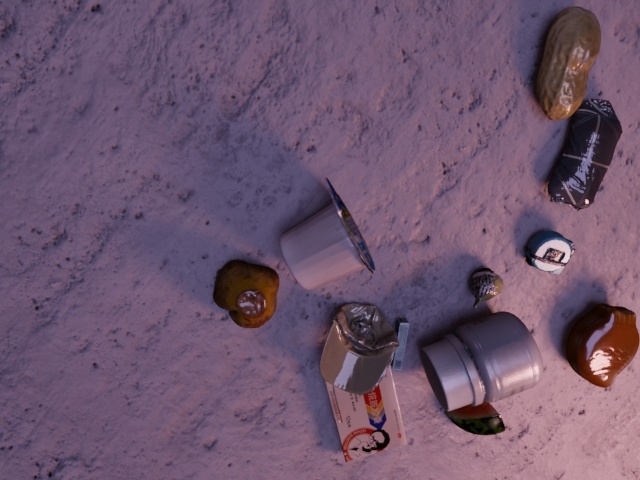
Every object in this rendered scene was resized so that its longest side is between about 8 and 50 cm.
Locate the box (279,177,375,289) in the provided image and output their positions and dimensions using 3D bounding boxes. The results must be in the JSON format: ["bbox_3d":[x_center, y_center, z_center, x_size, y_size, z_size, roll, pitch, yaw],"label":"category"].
[{"bbox_3d":[0.000,0.000,1.379,0.206,0.262,0.291,-29,94,9],"label":"box"}]

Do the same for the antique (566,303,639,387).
[{"bbox_3d":[0.932,0.342,1.633,0.223,0.129,0.278,5,101,-9],"label":"antique"}]

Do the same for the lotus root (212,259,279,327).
[{"bbox_3d":[-0.209,0.169,1.406,0.188,0.180,0.199,9,100,-14],"label":"lotus root"}]

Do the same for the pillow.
[{"bbox_3d":[0.811,-0.261,1.506,0.161,0.092,0.335,18,98,-8],"label":"pillow"}]

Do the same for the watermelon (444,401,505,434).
[{"bbox_3d":[0.512,0.600,1.640,0.145,0.137,0.193,-25,146,-4],"label":"watermelon"}]

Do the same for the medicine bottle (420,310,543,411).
[{"bbox_3d":[0.487,0.375,1.514,0.306,0.245,0.245,-20,104,-4],"label":"medicine bottle"}]

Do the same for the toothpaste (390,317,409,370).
[{"bbox_3d":[0.251,0.331,1.573,0.034,0.046,0.164,6,101,-7],"label":"toothpaste"}]

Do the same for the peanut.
[{"bbox_3d":[0.710,-0.504,1.415,0.152,0.152,0.313,10,102,-10],"label":"peanut"}]

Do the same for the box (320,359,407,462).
[{"bbox_3d":[0.141,0.524,1.591,0.214,0.069,0.353,-14,105,-5],"label":"box"}]

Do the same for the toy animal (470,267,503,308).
[{"bbox_3d":[0.506,0.145,1.544,0.137,0.098,0.098,-33,105,-20],"label":"toy animal"}]

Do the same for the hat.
[{"bbox_3d":[0.108,0.323,1.508,0.214,0.149,0.245,26,106,0],"label":"hat"}]

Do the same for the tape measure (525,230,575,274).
[{"bbox_3d":[0.726,0.034,1.561,0.146,0.081,0.125,15,117,-8],"label":"tape measure"}]
